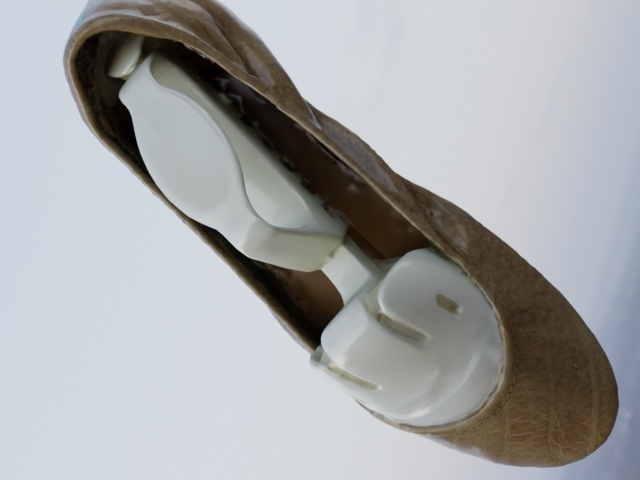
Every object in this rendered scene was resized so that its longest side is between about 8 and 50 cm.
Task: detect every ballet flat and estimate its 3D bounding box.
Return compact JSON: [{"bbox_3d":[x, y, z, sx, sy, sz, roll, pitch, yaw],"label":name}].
[{"bbox_3d":[0.000,0.000,0.771,0.116,0.342,0.124,-46,-4,19],"label":"ballet flat"}]
